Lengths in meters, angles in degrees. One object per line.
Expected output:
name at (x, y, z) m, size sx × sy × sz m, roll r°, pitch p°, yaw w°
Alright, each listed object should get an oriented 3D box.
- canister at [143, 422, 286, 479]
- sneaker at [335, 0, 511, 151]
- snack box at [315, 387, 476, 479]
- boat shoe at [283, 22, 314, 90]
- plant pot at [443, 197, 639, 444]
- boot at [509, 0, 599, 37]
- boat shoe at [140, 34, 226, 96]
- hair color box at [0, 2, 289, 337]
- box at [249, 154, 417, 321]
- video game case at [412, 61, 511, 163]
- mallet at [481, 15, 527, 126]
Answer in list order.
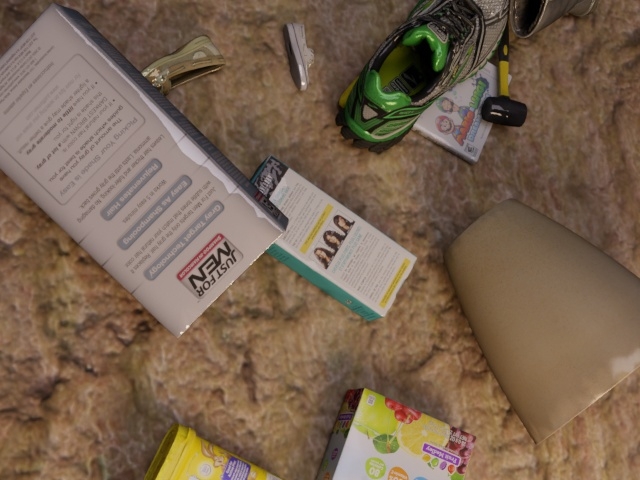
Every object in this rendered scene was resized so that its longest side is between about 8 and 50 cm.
canister at (-0.128, 0.315, 1.216) m, size 0.170 × 0.073 × 0.126 m, roll 30°, pitch 70°, yaw -13°
sneaker at (0.167, -0.267, 1.388) m, size 0.134 × 0.146 × 0.343 m, roll 39°, pitch 69°, yaw -2°
snack box at (0.086, 0.318, 1.292) m, size 0.174 × 0.070 × 0.207 m, roll 24°, pitch 73°, yaw -13°
boat shoe at (-0.025, -0.257, 1.400) m, size 0.035 × 0.035 × 0.100 m, roll -8°, pitch 75°, yaw -18°
plant pot at (0.299, 0.085, 1.343) m, size 0.256 × 0.256 × 0.274 m, roll -33°, pitch 75°, yaw -22°
boot at (0.357, -0.401, 1.474) m, size 0.208 × 0.076 × 0.189 m, roll -17°, pitch 120°, yaw -43°
boat shoe at (-0.193, -0.215, 1.321) m, size 0.153 × 0.056 × 0.048 m, roll -39°, pitch 88°, yaw -30°
hair color box at (-0.234, -0.084, 1.210) m, size 0.185 × 0.113 × 0.374 m, roll -45°, pitch 95°, yaw 6°
box at (0.000, 0.000, 1.336) m, size 0.244 × 0.060 × 0.100 m, roll 35°, pitch 70°, yaw -9°
video game case at (0.194, -0.212, 1.474) m, size 0.143 × 0.019 × 0.157 m, roll 29°, pitch 71°, yaw -11°
mallet at (0.262, -0.257, 1.482) m, size 0.062 × 0.039 × 0.189 m, roll 1°, pitch 72°, yaw -17°
